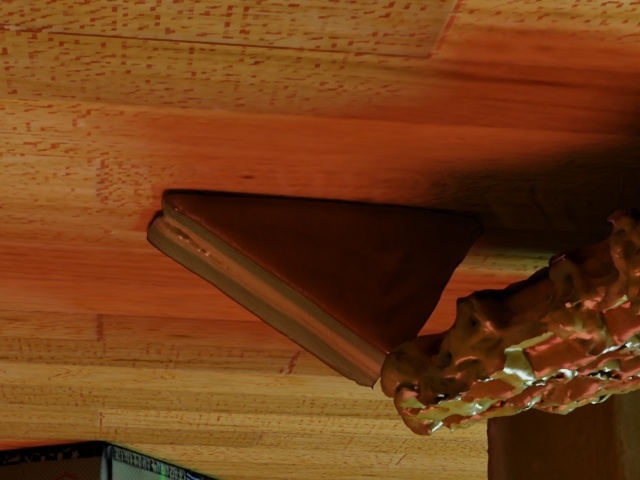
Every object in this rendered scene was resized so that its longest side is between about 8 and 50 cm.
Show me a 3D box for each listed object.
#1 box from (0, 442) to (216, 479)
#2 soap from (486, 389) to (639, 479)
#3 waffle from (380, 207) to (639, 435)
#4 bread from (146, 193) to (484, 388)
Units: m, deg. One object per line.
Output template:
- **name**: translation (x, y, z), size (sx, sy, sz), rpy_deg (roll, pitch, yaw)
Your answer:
- **box**: translation (-0.263, 0.248, 1.430), size (0.310, 0.084, 0.198), rpy_deg (-9, 159, 26)
- **soap**: translation (0.215, 0.195, 0.955), size (0.259, 0.281, 0.143), rpy_deg (16, 153, -41)
- **waffle**: translation (0.159, 0.027, 0.732), size (0.291, 0.051, 0.291), rpy_deg (-14, 161, -5)
- **bread**: translation (-0.004, -0.003, 0.797), size (0.139, 0.084, 0.074), rpy_deg (33, 159, 1)
